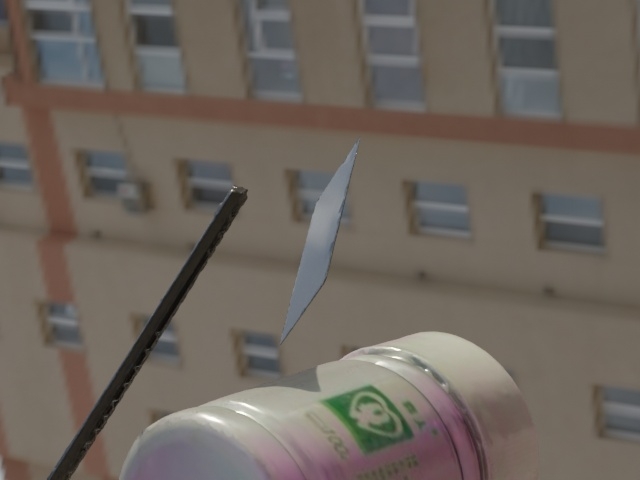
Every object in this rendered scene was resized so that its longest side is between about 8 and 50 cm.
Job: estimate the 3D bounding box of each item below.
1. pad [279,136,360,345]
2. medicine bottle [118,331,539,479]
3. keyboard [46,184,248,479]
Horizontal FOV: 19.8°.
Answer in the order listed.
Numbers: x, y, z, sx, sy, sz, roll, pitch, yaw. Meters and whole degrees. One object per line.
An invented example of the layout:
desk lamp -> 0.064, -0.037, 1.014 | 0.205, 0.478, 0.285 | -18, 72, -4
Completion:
pad -> 0.000, 0.000, 2.001 | 0.143, 0.003, 0.211 | 124, 165, -50
medicine bottle -> 0.011, 0.208, 1.526 | 0.325, 0.212, 0.212 | -14, -72, -49
keyboard -> -0.149, 0.086, 1.566 | 0.309, 0.018, 0.101 | -58, 2, 3
